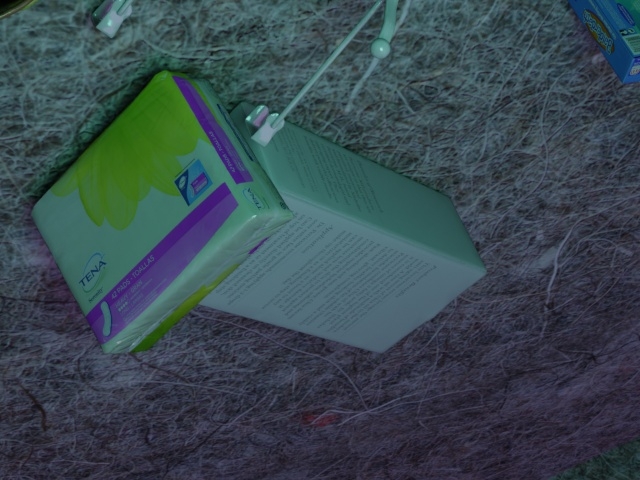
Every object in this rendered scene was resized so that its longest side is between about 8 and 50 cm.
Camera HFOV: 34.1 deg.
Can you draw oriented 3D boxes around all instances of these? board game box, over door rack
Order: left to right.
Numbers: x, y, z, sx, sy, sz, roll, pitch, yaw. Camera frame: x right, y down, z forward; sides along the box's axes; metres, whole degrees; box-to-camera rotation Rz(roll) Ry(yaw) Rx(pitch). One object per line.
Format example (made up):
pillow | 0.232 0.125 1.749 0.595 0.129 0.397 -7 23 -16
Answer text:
over door rack | -0.050 -0.253 1.083 0.239 0.108 0.324 34 120 -27
board game box | 0.444 -0.283 1.318 0.210 0.160 0.047 -11 145 -13

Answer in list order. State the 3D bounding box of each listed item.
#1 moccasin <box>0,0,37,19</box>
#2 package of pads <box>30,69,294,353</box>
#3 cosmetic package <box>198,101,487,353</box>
moccasin | -0.199 -0.339 0.910 0.380 0.147 0.139 -35 143 19
package of pads | -0.203 -0.034 1.255 0.296 0.229 0.101 -41 160 26
cosmetic package | 0.000 0.000 1.467 0.230 0.161 0.453 -40 141 26
